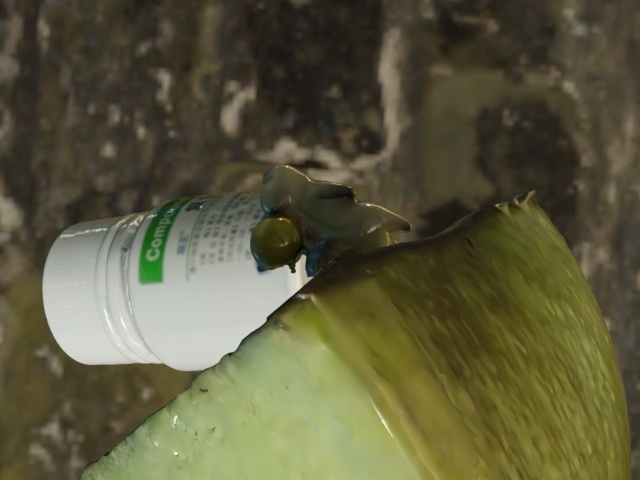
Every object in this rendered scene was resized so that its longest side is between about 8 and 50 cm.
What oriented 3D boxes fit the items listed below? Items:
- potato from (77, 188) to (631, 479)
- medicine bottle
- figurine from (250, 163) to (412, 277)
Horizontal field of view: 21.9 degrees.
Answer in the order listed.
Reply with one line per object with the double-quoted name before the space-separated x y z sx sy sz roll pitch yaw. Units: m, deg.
"potato" 0.032 0.135 0.671 0.213 0.280 0.330 54 131 6
"medicine bottle" -0.086 0.032 1.261 0.236 0.139 0.139 -6 76 31
"figurine" 0.000 0.000 0.790 0.051 0.083 0.047 -57 -19 -28
